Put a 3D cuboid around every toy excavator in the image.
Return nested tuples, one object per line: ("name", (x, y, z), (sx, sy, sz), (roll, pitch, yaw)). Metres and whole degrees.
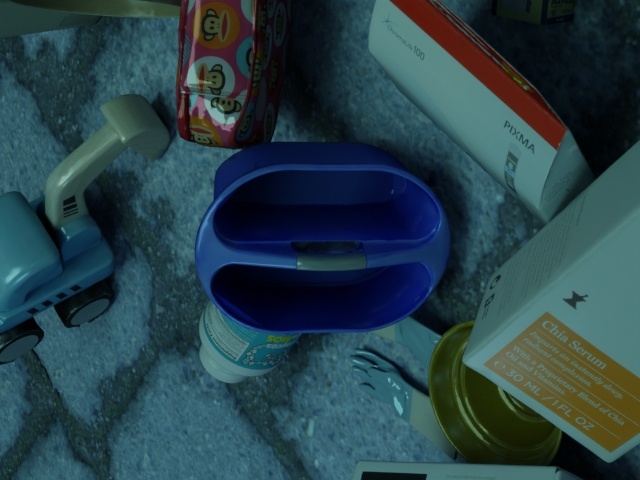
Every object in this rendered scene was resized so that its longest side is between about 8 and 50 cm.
("toy excavator", (-0.453, -0.027, 2.290), (0.222, 0.432, 0.445), (56, 163, 17))

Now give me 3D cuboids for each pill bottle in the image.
("pill bottle", (-0.093, 0.109, 2.050), (0.146, 0.146, 0.264), (53, 135, 19))

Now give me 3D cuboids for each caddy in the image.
("caddy", (0.000, 0.000, 1.791), (0.179, 0.341, 0.241), (-115, 27, -66))

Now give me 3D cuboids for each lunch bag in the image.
("lunch bag", (-0.108, -0.274, 1.876), (0.120, 0.258, 0.293), (8, 95, 13))

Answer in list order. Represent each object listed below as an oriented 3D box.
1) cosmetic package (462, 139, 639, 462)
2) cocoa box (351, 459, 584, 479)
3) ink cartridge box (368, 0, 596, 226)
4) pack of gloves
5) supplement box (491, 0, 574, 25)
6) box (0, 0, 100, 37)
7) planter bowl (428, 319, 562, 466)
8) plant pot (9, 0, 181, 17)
("cosmetic package", (0.384, 0.034, 1.467), (0.230, 0.161, 0.453), (34, 133, -8))
("cocoa box", (0.214, 0.425, 1.726), (0.347, 0.228, 0.232), (-8, 60, 46))
("ink cartridge box", (0.163, -0.173, 1.546), (0.091, 0.385, 0.308), (-46, 65, 5))
("pack of gloves", (0.132, 0.176, 1.934), (0.232, 0.046, 0.195), (33, 136, 37))
("supplement box", (0.258, -0.308, 1.617), (0.083, 0.056, 0.083), (21, 117, 40))
("box", (-0.476, -0.398, 2.175), (0.113, 0.275, 0.094), (-43, 71, 44))
("planter bowl", (0.252, 0.198, 1.768), (0.217, 0.090, 0.217), (16, 114, 41))
("plant pot", (-0.324, -0.446, 2.023), (0.284, 0.284, 0.191), (7, 96, 44))
